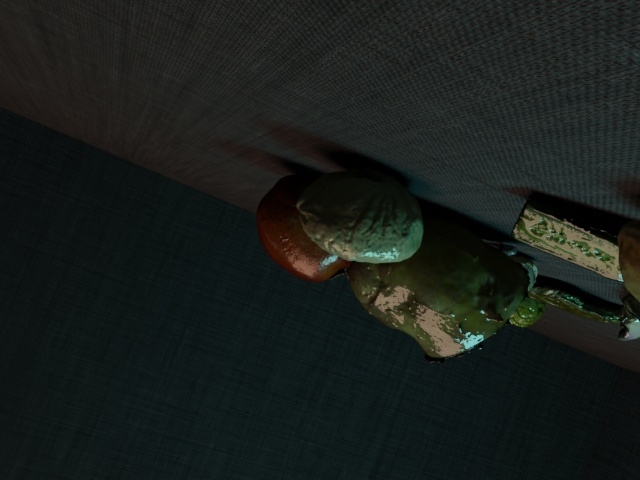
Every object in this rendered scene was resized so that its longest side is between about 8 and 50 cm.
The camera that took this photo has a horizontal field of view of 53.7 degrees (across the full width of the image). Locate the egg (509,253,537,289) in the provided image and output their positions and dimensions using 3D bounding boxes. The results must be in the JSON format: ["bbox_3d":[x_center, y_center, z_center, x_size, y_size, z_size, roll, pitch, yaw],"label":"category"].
[{"bbox_3d":[0.399,0.067,1.316,0.096,0.080,0.080,12,170,45],"label":"egg"}]

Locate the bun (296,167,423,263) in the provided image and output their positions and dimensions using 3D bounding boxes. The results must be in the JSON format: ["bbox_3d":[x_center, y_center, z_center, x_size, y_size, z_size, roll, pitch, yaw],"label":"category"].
[{"bbox_3d":[0.069,-0.055,1.058,0.220,0.134,0.220,11,-157,-5],"label":"bun"}]

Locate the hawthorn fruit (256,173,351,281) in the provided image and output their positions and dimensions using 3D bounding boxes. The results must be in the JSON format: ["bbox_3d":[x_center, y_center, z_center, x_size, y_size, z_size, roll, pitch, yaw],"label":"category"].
[{"bbox_3d":[0.000,0.000,1.330,0.299,0.211,0.211,51,179,7],"label":"hawthorn fruit"}]

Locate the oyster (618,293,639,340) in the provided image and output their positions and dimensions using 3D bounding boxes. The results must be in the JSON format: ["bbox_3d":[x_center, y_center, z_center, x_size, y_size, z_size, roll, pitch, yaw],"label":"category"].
[{"bbox_3d":[0.682,0.171,1.257,0.259,0.092,0.198,13,179,-23],"label":"oyster"}]

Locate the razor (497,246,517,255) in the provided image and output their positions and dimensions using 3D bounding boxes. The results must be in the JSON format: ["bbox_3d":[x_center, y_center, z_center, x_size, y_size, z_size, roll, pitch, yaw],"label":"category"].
[{"bbox_3d":[0.356,0.029,1.314,0.040,0.068,0.135,21,165,-24],"label":"razor"}]

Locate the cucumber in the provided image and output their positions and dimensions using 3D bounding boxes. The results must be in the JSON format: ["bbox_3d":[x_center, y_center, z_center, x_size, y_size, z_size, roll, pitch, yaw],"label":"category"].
[{"bbox_3d":[0.365,-0.003,0.828,0.211,0.062,0.078,26,144,21],"label":"cucumber"}]

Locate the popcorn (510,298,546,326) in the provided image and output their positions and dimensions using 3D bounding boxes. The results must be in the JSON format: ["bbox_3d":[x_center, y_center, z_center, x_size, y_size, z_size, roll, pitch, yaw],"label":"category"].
[{"bbox_3d":[0.571,0.184,1.773,0.106,0.120,0.116,55,168,1],"label":"popcorn"}]

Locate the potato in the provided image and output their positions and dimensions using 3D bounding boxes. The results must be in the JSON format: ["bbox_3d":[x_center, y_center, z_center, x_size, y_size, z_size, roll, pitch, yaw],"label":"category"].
[{"bbox_3d":[0.199,0.053,1.206,0.237,0.288,0.301,43,-164,-25],"label":"potato"}]

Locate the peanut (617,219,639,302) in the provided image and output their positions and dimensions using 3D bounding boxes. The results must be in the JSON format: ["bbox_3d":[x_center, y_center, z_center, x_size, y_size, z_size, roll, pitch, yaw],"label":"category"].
[{"bbox_3d":[0.440,0.049,0.685,0.253,0.122,0.137,25,176,10],"label":"peanut"}]

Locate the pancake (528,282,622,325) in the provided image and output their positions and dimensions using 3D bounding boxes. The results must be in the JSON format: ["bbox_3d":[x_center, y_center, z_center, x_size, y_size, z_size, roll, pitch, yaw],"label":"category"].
[{"bbox_3d":[0.583,0.134,1.504,0.376,0.054,0.197,17,176,22],"label":"pancake"}]
